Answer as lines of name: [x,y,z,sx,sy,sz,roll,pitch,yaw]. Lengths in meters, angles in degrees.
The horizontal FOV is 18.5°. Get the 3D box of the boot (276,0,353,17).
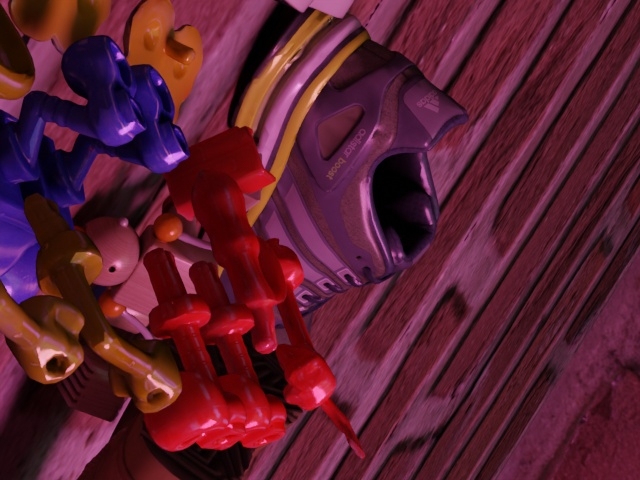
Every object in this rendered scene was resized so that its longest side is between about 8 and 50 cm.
boot: [0.002,-0.197,0.899,0.176,0.088,0.244,-62,172,11]

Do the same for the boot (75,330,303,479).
boot: [-0.138,0.178,1.128,0.269,0.089,0.236,-49,179,21]

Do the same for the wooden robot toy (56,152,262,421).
wooden robot toy: [-0.103,0.011,1.031,0.079,0.076,0.173,22,119,-30]

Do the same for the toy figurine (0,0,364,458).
toy figurine: [-0.151,0.017,0.658,0.217,0.191,0.362,-24,166,11]

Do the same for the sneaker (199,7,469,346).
sneaker: [0.000,0.000,1.183,0.111,0.121,0.300,-44,159,-40]
